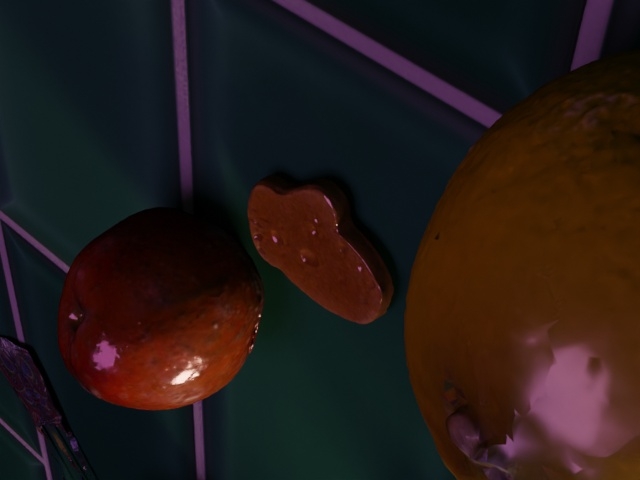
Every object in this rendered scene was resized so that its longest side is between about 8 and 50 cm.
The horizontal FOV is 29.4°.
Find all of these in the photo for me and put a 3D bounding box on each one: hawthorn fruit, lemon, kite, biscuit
[{"bbox_3d":[-0.135,0.061,1.004,0.173,0.173,0.173,33,142,30],"label":"hawthorn fruit"},{"bbox_3d":[0.149,0.038,0.570,0.240,0.219,0.240,38,147,30],"label":"lemon"},{"bbox_3d":[-0.354,0.248,1.606,0.152,0.015,0.285,2,119,55],"label":"kite"},{"bbox_3d":[0.001,-0.001,0.905,0.140,0.023,0.118,40,145,22],"label":"biscuit"}]
